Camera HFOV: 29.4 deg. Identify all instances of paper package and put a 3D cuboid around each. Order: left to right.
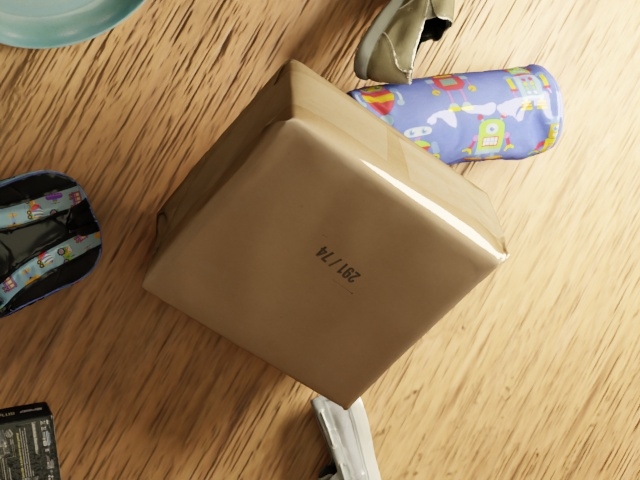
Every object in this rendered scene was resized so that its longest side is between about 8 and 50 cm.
[{"bbox_3d":[0.000,0.000,1.481,0.325,0.168,0.309,33,116,-20],"label":"paper package"}]

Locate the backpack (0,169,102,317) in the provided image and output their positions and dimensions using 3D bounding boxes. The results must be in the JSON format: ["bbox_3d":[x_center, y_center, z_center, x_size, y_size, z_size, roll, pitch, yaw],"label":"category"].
[{"bbox_3d":[-0.354,-0.005,1.449,0.173,0.117,0.158,-25,103,-14],"label":"backpack"}]

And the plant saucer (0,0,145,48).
[{"bbox_3d":[-0.313,-0.373,1.399,0.317,0.044,0.317,-17,130,-22],"label":"plant saucer"}]

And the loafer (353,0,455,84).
[{"bbox_3d":[0.137,-0.298,1.571,0.087,0.094,0.251,29,79,13],"label":"loafer"}]

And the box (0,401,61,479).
[{"bbox_3d":[-0.392,0.303,1.492,0.147,0.077,0.180,-9,99,-17],"label":"box"}]

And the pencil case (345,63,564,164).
[{"bbox_3d":[0.165,-0.150,1.603,0.306,0.119,0.133,-10,117,-17],"label":"pencil case"}]

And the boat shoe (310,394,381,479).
[{"bbox_3d":[0.034,0.309,1.641,0.081,0.079,0.227,-13,95,-7],"label":"boat shoe"}]
